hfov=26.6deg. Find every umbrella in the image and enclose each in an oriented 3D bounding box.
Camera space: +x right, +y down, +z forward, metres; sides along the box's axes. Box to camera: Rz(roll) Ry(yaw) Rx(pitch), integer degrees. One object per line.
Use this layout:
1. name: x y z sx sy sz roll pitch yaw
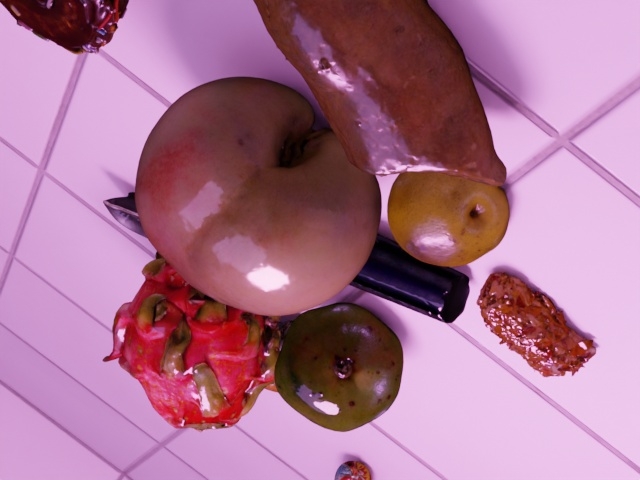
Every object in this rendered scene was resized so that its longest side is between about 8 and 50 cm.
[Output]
1. umbrella: -0.048 0.153 2.099 0.143 0.062 0.067 7 123 55

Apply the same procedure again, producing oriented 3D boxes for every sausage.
1. sausage: 0.059 0.474 2.510 0.083 0.083 0.264 29 154 16

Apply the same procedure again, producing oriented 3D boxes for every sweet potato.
1. sweet potato: 0.043 -0.187 1.291 0.158 0.158 0.369 0 130 52

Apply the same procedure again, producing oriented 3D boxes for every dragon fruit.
1. dragon fruit: -0.181 0.152 2.034 0.231 0.237 0.302 12 117 48

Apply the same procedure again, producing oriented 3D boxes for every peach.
1. peach: -0.077 -0.044 1.558 0.292 0.247 0.292 10 136 10

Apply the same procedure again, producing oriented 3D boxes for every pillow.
1. pillow: -0.261 -0.029 2.053 0.136 0.055 0.091 27 156 22

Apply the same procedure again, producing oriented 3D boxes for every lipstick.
1. lipstick: 0.000 0.000 1.746 0.418 0.077 0.077 24 153 27

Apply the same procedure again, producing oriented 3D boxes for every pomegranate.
1. pomegranate: 0.023 0.179 1.933 0.187 0.187 0.225 38 171 -5

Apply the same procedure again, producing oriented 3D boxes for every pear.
1. pear: 0.136 -0.023 1.504 0.141 0.104 0.141 32 159 14

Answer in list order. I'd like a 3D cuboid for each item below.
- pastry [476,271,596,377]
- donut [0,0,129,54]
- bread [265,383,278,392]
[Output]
1. pastry: 0.254 0.111 1.632 0.169 0.063 0.087 42 152 -11
2. donut: -0.313 -0.322 1.561 0.235 0.089 0.235 29 154 16
3. bread: -0.096 0.196 2.224 0.189 0.077 0.114 24 157 19
